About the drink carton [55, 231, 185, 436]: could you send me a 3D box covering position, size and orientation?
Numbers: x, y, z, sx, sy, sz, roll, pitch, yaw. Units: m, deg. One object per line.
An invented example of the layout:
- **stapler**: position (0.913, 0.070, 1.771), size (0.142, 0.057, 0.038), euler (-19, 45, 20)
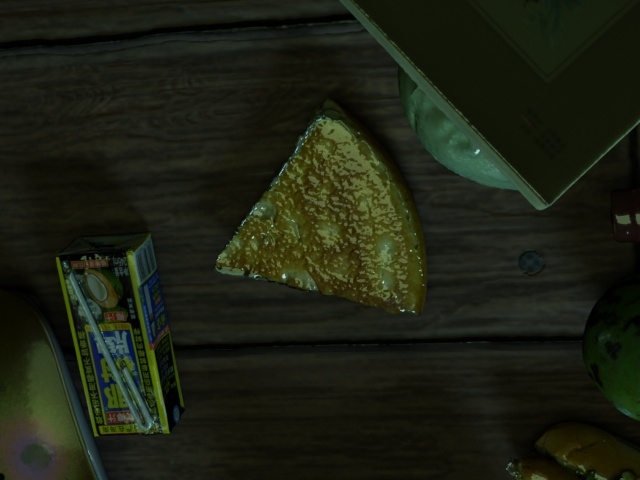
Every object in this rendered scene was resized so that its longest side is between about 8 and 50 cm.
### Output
- **drink carton**: position (-0.165, 0.080, 1.237), size (0.071, 0.056, 0.165), euler (-4, 108, 17)

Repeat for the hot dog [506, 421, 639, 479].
- **hot dog**: position (0.271, 0.228, 1.181), size (0.270, 0.072, 0.109), euler (25, 110, 2)

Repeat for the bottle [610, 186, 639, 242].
- **bottle**: position (0.331, -0.027, 1.061), size (0.245, 0.104, 0.104), euler (-5, 107, 15)

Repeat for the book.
- **book**: position (0.182, -0.198, 0.981), size (0.310, 0.021, 0.217), euler (-42, 85, -9)

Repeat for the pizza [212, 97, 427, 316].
- **pizza**: position (0.000, 0.000, 1.183), size (0.176, 0.036, 0.184), euler (-31, 101, 22)

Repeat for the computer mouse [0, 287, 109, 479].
- **computer mouse**: position (-0.261, 0.191, 1.290), size (0.158, 0.072, 0.310), euler (-12, 106, 18)

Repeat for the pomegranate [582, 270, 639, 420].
- **pomegranate**: position (0.261, 0.092, 1.120), size (0.122, 0.122, 0.161), euler (-8, 133, 15)

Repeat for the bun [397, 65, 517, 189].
- **bun**: position (0.156, -0.125, 1.057), size (0.204, 0.126, 0.212), euler (24, 113, 6)
